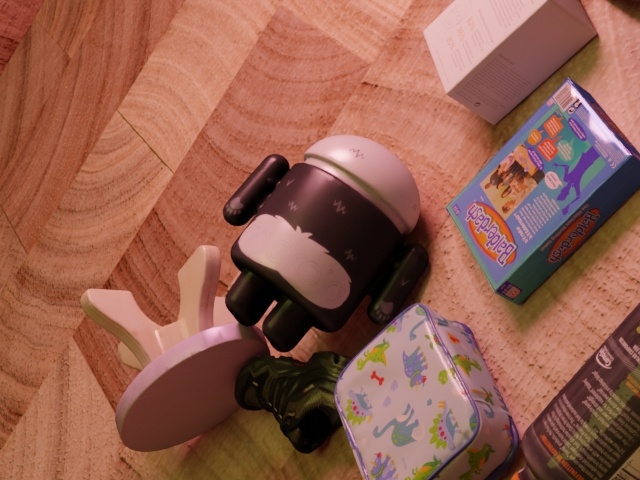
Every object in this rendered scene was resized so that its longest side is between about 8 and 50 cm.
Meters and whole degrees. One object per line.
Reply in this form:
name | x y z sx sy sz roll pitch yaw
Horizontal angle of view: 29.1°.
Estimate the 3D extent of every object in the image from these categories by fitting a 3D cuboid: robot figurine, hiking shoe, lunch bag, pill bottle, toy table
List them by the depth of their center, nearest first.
pill bottle | 0.272 0.172 1.119 0.245 0.130 0.130 -51 36 15
lunch bag | 0.109 0.191 1.349 0.176 0.090 0.219 -47 38 19
robot figurine | 0.002 0.002 1.520 0.278 0.209 0.174 -53 24 -10
hiking shoe | -0.035 0.204 1.528 0.227 0.086 0.114 -16 54 46
toy table | -0.191 0.144 1.651 0.274 0.252 0.160 -40 55 27

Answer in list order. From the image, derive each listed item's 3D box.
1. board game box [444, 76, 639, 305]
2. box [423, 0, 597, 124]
board game box | 0.248 -0.055 1.373 0.210 0.047 0.160 -47 38 20
box | 0.225 -0.251 1.493 0.170 0.091 0.130 -42 40 27
